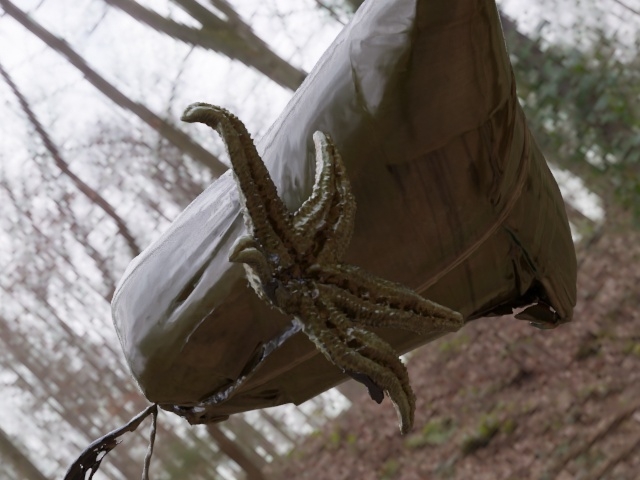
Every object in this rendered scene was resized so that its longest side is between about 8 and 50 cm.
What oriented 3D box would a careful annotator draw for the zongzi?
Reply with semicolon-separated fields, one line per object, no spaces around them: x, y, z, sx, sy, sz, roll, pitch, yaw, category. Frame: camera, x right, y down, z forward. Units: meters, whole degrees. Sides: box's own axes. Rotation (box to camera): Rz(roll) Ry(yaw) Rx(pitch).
-0.050;-0.016;0.948;0.447;0.181;0.418;-25;-36;-1;zongzi

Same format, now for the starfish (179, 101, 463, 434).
0.000;0.000;0.748;0.053;0.208;0.176;-26;34;30;starfish
